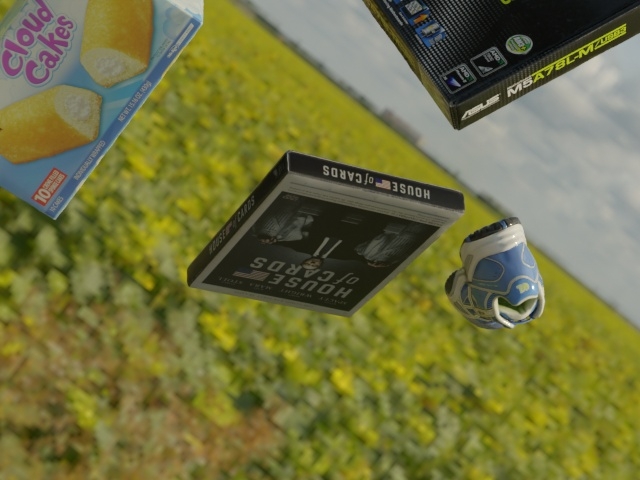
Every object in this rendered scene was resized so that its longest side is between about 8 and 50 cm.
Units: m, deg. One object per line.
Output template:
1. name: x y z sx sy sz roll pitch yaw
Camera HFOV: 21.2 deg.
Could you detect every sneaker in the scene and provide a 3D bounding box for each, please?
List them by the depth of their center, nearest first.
1. sneaker: 0.172 0.054 1.662 0.211 0.080 0.081 77 -10 -70

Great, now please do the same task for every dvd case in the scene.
1. dvd case: 0.000 0.000 1.607 0.179 0.239 0.029 12 58 -22

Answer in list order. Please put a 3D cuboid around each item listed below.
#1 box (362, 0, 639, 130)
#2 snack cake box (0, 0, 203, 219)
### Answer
1. box: 0.136 -0.201 1.336 0.191 0.184 0.045 59 -5 29
2. snack cake box: -0.251 -0.171 1.690 0.152 0.264 0.089 32 22 -19
